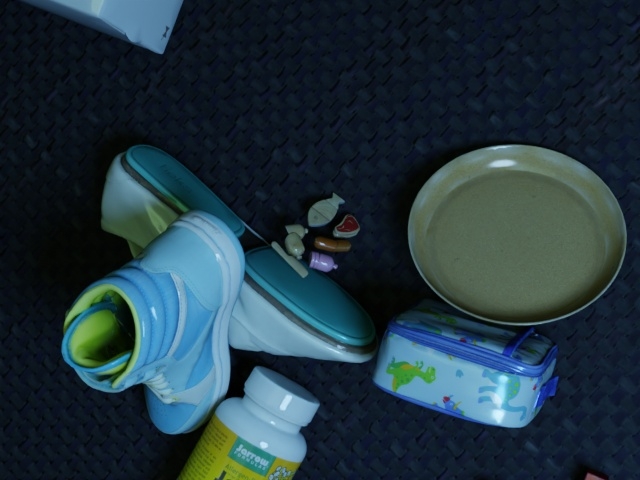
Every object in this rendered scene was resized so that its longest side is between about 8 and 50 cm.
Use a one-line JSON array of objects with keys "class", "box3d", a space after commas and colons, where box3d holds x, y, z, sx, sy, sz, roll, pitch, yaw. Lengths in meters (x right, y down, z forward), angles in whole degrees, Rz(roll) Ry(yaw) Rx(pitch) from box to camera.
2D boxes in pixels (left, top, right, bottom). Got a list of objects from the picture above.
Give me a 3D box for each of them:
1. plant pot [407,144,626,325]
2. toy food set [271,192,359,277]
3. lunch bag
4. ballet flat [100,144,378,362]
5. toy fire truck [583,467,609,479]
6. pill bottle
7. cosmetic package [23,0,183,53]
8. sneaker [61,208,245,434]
[{"class": "plant pot", "box3d": [0.214, -0.003, 1.346, 0.236, 0.032, 0.236, -2, 57, 3]}, {"class": "toy food set", "box3d": [0.000, 0.000, 1.420, 0.078, 0.122, 0.019, 45, 142, 14]}, {"class": "lunch bag", "box3d": [0.162, 0.129, 1.299, 0.176, 0.219, 0.090, 18, 98, 17]}, {"class": "ballet flat", "box3d": [-0.106, 0.044, 1.435, 0.400, 0.139, 0.139, 38, 96, 18]}, {"class": "toy fire truck", "box3d": [0.232, 0.332, 1.354, 0.135, 0.047, 0.192, 18, 91, 14]}, {"class": "pill bottle", "box3d": [-0.088, 0.255, 1.406, 0.117, 0.117, 0.208, 31, 93, 15]}, {"class": "cosmetic package", "box3d": [-0.355, -0.368, 1.483, 0.365, 0.197, 0.155, 21, 90, 13]}, {"class": "sneaker", "box3d": [-0.199, 0.129, 1.339, 0.127, 0.208, 0.319, 31, 133, 25]}]
